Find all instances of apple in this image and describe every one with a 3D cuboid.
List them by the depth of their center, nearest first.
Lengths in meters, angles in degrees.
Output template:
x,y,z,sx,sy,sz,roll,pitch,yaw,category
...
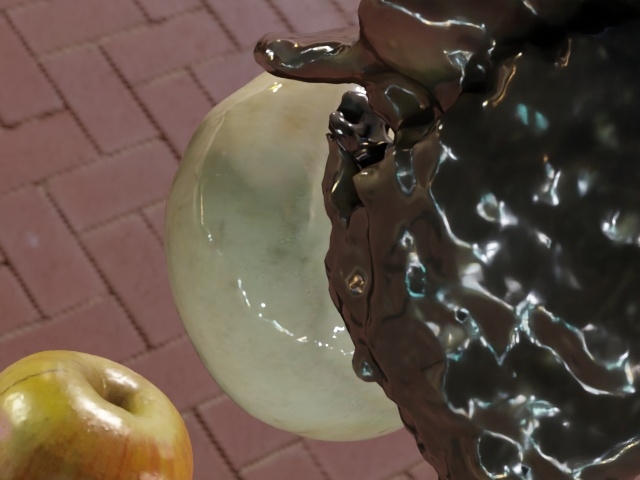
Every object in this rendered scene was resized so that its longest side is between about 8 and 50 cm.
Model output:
x,y,z,sx,sy,sz,roll,pitch,yaw,category
-0.293,0.271,1.787,0.286,0.233,0.286,29,17,-9,apple

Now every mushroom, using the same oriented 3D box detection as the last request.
x,y,z,sx,sy,sz,roll,pitch,yaw,category
0.000,0.000,0.929,0.202,0.246,0.246,6,36,43,mushroom

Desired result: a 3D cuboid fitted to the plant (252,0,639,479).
x,y,z,sx,sy,sz,roll,pitch,yaw,category
0.080,-0.021,0.524,0.234,0.178,0.204,61,23,7,plant
